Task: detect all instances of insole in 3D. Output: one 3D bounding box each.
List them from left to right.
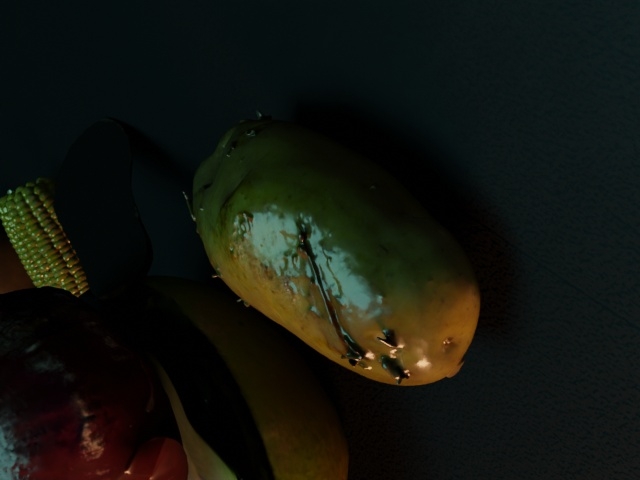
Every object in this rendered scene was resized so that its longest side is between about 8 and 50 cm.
[{"bbox_3d":[-0.221,-0.037,1.443,0.012,0.110,0.309,48,-174,-36],"label":"insole"}]

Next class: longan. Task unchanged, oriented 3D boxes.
[{"bbox_3d":[-0.445,0.052,1.915,0.204,0.159,0.185,38,-163,-47],"label":"longan"}]

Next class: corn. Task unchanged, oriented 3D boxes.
[{"bbox_3d":[-0.311,0.039,1.733,0.244,0.093,0.093,63,152,-1],"label":"corn"}]

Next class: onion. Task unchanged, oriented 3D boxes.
[{"bbox_3d":[-0.228,0.159,1.239,0.206,0.216,0.207,27,119,34],"label":"onion"}]

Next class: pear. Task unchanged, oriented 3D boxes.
[{"bbox_3d":[-0.094,0.198,1.425,0.399,0.165,0.398,40,143,40],"label":"pear"}]

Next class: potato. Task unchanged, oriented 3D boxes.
[{"bbox_3d":[0.000,0.000,1.130,0.300,0.140,0.173,37,149,38],"label":"potato"}]
